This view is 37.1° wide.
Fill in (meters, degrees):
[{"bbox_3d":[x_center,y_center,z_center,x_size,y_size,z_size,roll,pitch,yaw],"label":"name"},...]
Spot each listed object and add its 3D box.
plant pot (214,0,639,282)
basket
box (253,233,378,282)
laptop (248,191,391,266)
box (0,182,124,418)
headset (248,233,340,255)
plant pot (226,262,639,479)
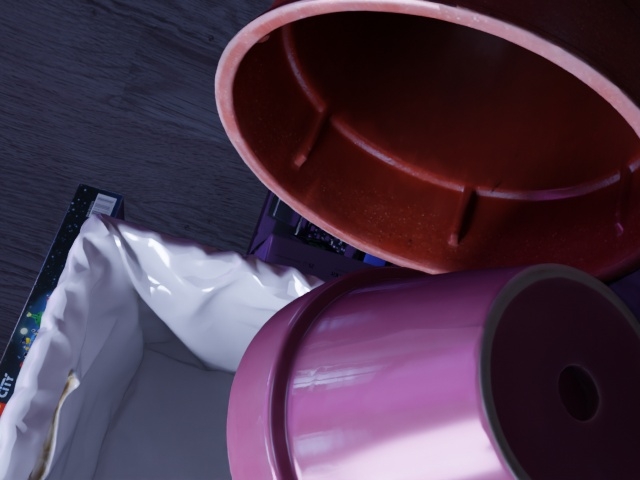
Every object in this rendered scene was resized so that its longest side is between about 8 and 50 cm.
[{"bbox_3d":[0.109,-0.150,0.603,0.272,0.272,0.265,127,166,-64],"label":"plant pot"},{"bbox_3d":[-0.071,0.203,0.745,0.266,0.331,0.328,117,169,-70],"label":"basket"},{"bbox_3d":[0.027,0.051,0.856,0.145,0.186,0.038,139,148,-71],"label":"box"},{"bbox_3d":[0.000,0.000,1.258,0.137,0.264,0.234,-4,-62,-60],"label":"laptop"},{"bbox_3d":[-0.233,0.087,0.858,0.159,0.044,0.233,110,176,-60],"label":"box"},{"bbox_3d":[-0.057,0.176,1.229,0.394,0.185,0.243,-57,40,27],"label":"headset"},{"bbox_3d":[0.076,0.097,0.522,0.180,0.201,0.201,-30,40,53],"label":"plant pot"}]
